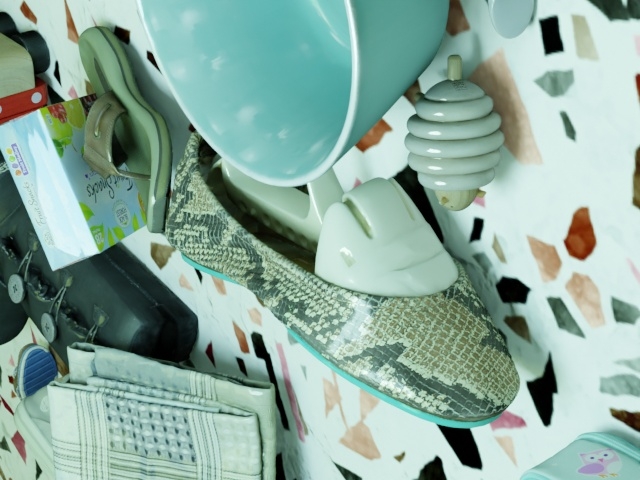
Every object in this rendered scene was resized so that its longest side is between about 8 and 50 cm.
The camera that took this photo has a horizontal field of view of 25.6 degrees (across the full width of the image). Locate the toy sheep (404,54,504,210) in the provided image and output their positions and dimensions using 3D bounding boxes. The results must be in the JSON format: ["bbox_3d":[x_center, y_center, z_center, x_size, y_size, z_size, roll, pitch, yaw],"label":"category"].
[{"bbox_3d":[0.109,-0.087,1.155,0.091,0.091,0.132,16,119,51],"label":"toy sheep"}]

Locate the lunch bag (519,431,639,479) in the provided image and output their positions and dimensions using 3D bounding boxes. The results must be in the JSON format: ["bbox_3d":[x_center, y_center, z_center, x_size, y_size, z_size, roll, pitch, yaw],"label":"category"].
[{"bbox_3d":[0.264,0.302,1.178,0.224,0.108,0.279,30,134,47],"label":"lunch bag"}]

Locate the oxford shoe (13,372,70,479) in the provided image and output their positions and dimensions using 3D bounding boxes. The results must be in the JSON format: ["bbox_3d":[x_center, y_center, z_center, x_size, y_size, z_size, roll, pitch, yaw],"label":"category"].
[{"bbox_3d":[-0.263,0.339,1.964,0.449,0.130,0.169,43,-177,30],"label":"oxford shoe"}]

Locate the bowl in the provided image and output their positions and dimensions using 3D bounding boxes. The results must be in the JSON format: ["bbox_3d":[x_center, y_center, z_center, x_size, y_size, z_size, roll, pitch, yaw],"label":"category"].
[{"bbox_3d":[-0.012,-0.216,1.163,0.311,0.163,0.311,34,137,38],"label":"bowl"}]

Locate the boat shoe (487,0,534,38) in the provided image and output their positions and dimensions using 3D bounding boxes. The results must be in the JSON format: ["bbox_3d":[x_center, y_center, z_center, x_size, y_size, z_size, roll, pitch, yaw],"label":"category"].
[{"bbox_3d":[0.139,-0.205,1.077,0.035,0.035,0.100,-116,12,-62],"label":"boat shoe"}]

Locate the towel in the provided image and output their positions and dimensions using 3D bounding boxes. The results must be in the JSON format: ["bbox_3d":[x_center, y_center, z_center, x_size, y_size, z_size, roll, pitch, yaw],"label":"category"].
[{"bbox_3d":[-0.194,0.294,1.683,0.312,0.056,0.324,8,104,30],"label":"towel"}]

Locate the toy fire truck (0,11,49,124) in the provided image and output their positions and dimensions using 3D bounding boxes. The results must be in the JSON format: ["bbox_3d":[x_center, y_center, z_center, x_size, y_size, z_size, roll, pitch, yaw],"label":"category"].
[{"bbox_3d":[-0.468,-0.167,1.864,0.217,0.158,0.246,32,133,41],"label":"toy fire truck"}]

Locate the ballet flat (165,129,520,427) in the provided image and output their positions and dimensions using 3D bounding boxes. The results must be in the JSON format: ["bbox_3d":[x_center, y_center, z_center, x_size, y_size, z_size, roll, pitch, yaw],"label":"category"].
[{"bbox_3d":[0.000,0.000,1.320,0.483,0.164,0.182,31,126,47],"label":"ballet flat"}]

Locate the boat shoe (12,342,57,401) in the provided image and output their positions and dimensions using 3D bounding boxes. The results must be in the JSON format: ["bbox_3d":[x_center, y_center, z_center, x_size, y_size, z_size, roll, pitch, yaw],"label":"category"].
[{"bbox_3d":[-0.459,0.227,2.231,0.066,0.066,0.183,39,141,37],"label":"boat shoe"}]

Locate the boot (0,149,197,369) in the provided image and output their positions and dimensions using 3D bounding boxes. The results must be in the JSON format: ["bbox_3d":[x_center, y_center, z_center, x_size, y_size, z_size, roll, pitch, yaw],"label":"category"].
[{"bbox_3d":[-0.352,0.118,1.932,0.445,0.146,0.367,38,138,30],"label":"boot"}]

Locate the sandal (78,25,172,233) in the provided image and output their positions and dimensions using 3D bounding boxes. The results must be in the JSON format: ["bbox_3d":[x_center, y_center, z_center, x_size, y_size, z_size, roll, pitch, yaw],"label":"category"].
[{"bbox_3d":[-0.232,-0.118,1.572,0.120,0.086,0.303,100,149,-45],"label":"sandal"}]

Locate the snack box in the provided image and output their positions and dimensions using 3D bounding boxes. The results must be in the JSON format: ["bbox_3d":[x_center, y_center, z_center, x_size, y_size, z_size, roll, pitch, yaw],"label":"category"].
[{"bbox_3d":[-0.281,-0.074,1.635,0.070,0.207,0.174,-20,96,16],"label":"snack box"}]
